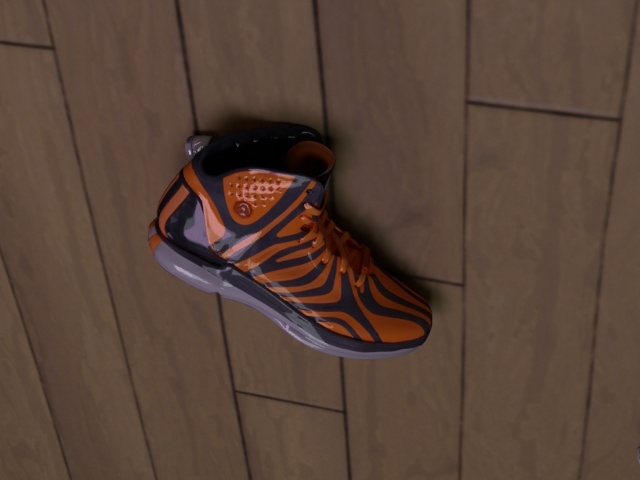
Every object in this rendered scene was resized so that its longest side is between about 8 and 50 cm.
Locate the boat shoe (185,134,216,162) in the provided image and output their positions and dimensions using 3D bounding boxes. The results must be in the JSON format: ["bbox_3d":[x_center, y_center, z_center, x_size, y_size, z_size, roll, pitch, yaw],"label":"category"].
[{"bbox_3d":[-0.106,-0.068,1.365,0.035,0.035,0.100,-4,124,29],"label":"boat shoe"}]

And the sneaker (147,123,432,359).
[{"bbox_3d":[0.000,0.000,1.325,0.321,0.124,0.180,22,124,-18],"label":"sneaker"}]

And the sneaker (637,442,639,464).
[{"bbox_3d":[0.472,0.240,1.387,0.270,0.090,0.145,-14,128,36],"label":"sneaker"}]
